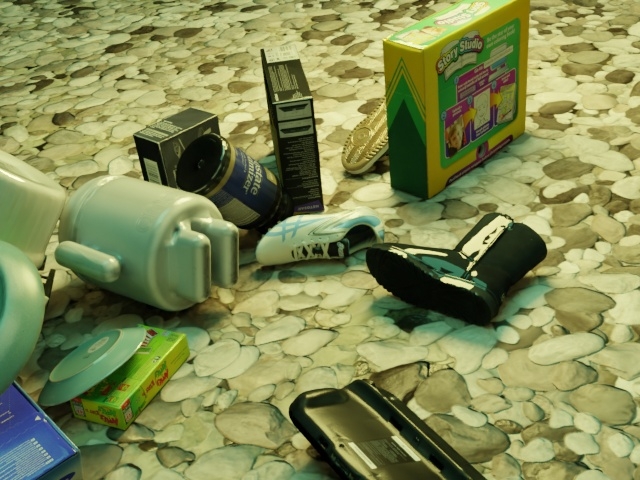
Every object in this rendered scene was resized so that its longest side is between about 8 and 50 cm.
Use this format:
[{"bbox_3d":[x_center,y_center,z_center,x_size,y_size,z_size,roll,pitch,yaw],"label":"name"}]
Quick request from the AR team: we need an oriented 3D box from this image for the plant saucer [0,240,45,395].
[{"bbox_3d":[-0.527,0.117,1.244,0.317,0.044,0.318,-8,54,11],"label":"plant saucer"}]

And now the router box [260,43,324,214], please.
[{"bbox_3d":[-0.059,-0.230,1.869,0.081,0.243,0.309,-9,31,-3],"label":"router box"}]

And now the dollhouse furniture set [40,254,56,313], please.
[{"bbox_3d":[-0.563,0.066,1.626,0.183,0.129,0.129,15,29,-11],"label":"dollhouse furniture set"}]

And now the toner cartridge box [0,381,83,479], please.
[{"bbox_3d":[-0.491,0.331,1.158,0.347,0.075,0.165,-31,55,-35],"label":"toner cartridge box"}]

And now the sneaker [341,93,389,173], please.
[{"bbox_3d":[0.164,-0.226,1.980,0.099,0.153,0.282,25,74,38],"label":"sneaker"}]

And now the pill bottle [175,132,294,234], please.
[{"bbox_3d":[-0.149,-0.094,1.679,0.122,0.219,0.123,-19,57,31],"label":"pill bottle"}]

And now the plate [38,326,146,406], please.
[{"bbox_3d":[-0.347,0.180,1.387,0.188,0.024,0.188,-29,17,10],"label":"plate"}]

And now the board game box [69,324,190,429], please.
[{"bbox_3d":[-0.284,0.202,1.394,0.092,0.043,0.181,8,34,24],"label":"board game box"}]

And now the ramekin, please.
[{"bbox_3d":[-0.549,-0.075,1.488,0.277,0.135,0.277,28,2,-1],"label":"ramekin"}]

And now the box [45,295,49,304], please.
[{"bbox_3d":[-0.583,0.128,1.393,0.261,0.127,0.231,20,76,31],"label":"box"}]

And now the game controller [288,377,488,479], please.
[{"bbox_3d":[0.092,0.276,1.159,0.166,0.067,0.319,-9,28,-31],"label":"game controller"}]

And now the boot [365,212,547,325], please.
[{"bbox_3d":[0.227,0.025,1.532,0.246,0.094,0.207,22,44,28],"label":"boot"}]

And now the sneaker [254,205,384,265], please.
[{"bbox_3d":[0.000,0.000,1.637,0.237,0.085,0.086,-15,39,-7],"label":"sneaker"}]

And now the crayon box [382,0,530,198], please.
[{"bbox_3d":[0.279,-0.303,1.854,0.106,0.313,0.363,21,41,38],"label":"crayon box"}]

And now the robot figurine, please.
[{"bbox_3d":[-0.303,0.000,1.580,0.353,0.200,0.300,14,20,31],"label":"robot figurine"}]

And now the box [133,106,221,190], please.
[{"bbox_3d":[-0.282,-0.169,1.895,0.093,0.156,0.158,22,41,40],"label":"box"}]
